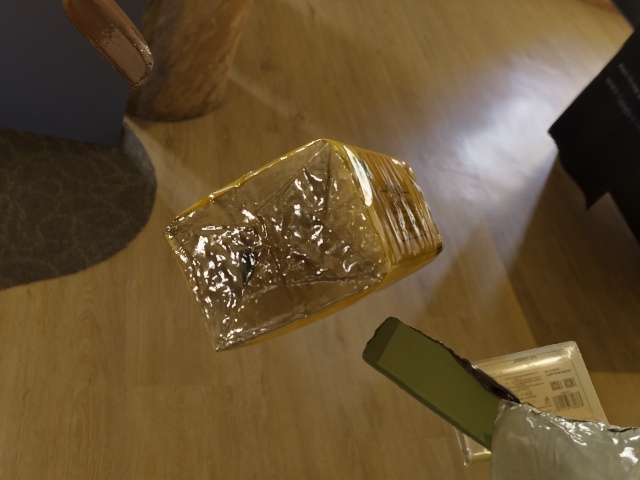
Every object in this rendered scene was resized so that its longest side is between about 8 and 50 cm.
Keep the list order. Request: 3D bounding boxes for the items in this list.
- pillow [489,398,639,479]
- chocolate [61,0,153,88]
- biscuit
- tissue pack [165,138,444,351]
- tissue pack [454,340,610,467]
[{"bbox_3d":[0.285,0.270,0.669,0.050,0.230,0.148,13,79,-25],"label":"pillow"},{"bbox_3d":[-0.182,-0.188,0.515,0.100,0.064,0.031,46,65,-12],"label":"chocolate"},{"bbox_3d":[0.212,0.230,0.855,0.323,0.038,0.099,34,56,9],"label":"biscuit"},{"bbox_3d":[0.000,0.000,0.913,0.228,0.293,0.382,67,22,5],"label":"tissue pack"},{"bbox_3d":[0.341,0.279,0.991,0.235,0.125,0.159,-13,64,2],"label":"tissue pack"}]
